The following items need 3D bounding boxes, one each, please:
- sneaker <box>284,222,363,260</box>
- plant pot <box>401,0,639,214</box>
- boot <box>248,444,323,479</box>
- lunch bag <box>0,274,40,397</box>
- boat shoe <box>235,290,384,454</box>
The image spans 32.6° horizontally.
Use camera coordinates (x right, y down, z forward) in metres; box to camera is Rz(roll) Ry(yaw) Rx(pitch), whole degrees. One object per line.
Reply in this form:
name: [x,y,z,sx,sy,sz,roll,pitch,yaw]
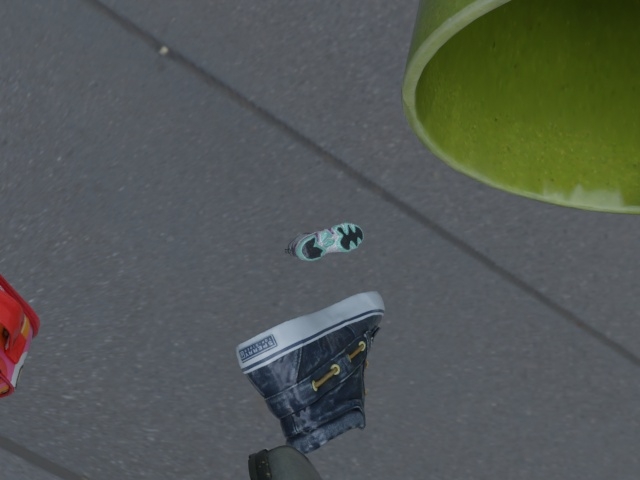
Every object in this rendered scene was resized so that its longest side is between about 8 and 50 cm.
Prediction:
sneaker: [0.000,0.000,1.391,0.098,0.069,0.038,-13,97,-30]
plant pot: [0.185,-0.197,0.549,0.274,0.275,0.294,12,70,-22]
boot: [0.079,0.171,0.538,0.161,0.246,0.083,-31,141,-9]
lunch bag: [-0.423,0.057,1.109,0.258,0.293,0.120,4,56,19]
boat shoe: [0.007,0.090,0.754,0.183,0.065,0.083,-14,79,-65]
